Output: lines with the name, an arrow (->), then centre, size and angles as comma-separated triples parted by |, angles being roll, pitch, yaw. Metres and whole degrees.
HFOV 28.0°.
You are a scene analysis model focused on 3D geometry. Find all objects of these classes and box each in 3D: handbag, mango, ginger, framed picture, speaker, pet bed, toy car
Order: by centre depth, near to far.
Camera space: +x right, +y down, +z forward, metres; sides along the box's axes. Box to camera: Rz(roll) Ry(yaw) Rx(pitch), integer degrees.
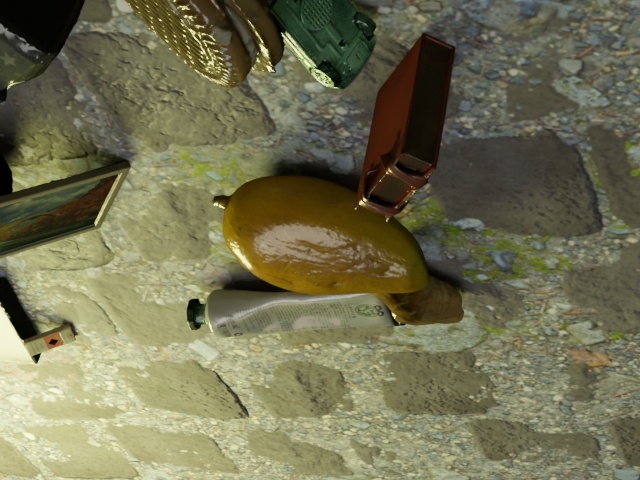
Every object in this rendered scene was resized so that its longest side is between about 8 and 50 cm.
toy car -> -0.026, -0.263, 1.431 | 0.076, 0.090, 0.224 | 17, 158, 47
pet bed -> -0.394, -0.275, 1.449 | 0.159, 0.183, 0.211 | -25, 130, 40
handbag -> 0.098, -0.129, 1.491 | 0.063, 0.190, 0.127 | 21, 146, -14
mango -> 0.000, 0.000, 1.761 | 0.317, 0.119, 0.176 | 16, 126, 4
framed picture -> -0.399, -0.033, 1.807 | 0.250, 0.016, 0.184 | -19, 161, -34
ginger -> 0.134, 0.073, 1.877 | 0.095, 0.069, 0.190 | -22, 132, 38
speaker -> -0.551, 0.139, 2.220 | 0.082, 0.044, 0.218 | 4, 145, 13

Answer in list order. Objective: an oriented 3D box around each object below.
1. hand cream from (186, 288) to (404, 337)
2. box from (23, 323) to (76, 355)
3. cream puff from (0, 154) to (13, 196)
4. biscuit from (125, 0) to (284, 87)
hand cream -> -0.042, 0.109, 2.004 | 0.336, 0.076, 0.121 | -3, 148, 12
box -> -0.471, 0.174, 2.237 | 0.083, 0.012, 0.046 | -19, 145, -8
cream puff -> -0.561, -0.061, 1.827 | 0.239, 0.164, 0.239 | 10, 146, 7
biscuit -> -0.146, -0.266, 1.384 | 0.259, 0.079, 0.259 | 43, 170, 9
